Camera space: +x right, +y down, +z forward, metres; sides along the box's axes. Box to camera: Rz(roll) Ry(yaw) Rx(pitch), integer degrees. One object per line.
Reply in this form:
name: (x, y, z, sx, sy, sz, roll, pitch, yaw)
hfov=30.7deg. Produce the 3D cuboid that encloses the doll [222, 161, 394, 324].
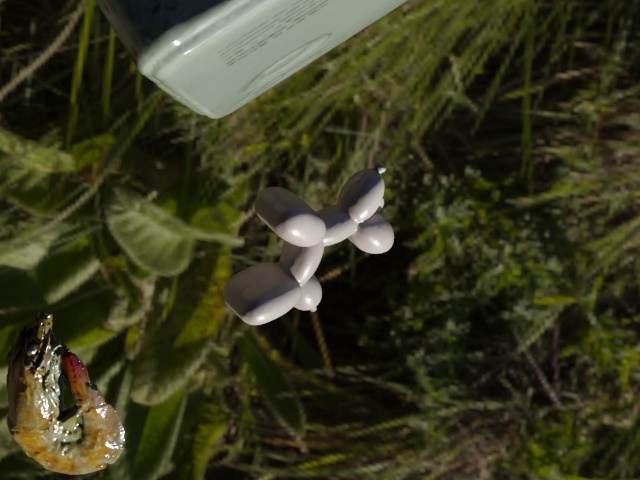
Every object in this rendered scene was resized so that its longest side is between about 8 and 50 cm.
doll: (0.000, 0.000, 1.058, 0.160, 0.059, 0.161, -4, 124, -45)

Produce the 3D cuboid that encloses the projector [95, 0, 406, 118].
projector: (0.033, -0.154, 0.418, 0.099, 0.256, 0.192, 58, 2, -2)

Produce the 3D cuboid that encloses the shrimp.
shrimp: (-0.217, 0.129, 0.974, 0.042, 0.101, 0.190, -82, 173, -51)
